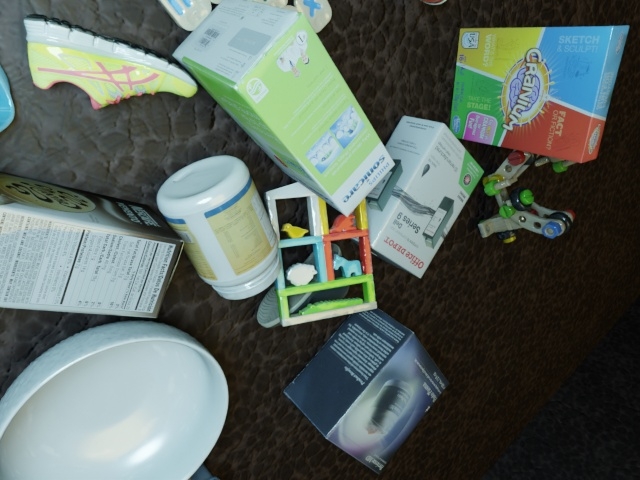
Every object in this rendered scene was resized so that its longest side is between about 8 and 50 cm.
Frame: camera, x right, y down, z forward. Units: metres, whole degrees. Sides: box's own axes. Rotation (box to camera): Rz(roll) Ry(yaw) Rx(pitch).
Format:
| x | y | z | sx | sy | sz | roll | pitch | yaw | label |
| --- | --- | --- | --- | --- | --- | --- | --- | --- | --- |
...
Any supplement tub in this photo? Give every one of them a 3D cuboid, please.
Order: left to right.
| x | y | z | sx | sy | sz | roll | pitch | yaw | label |
| --- | --- | --- | --- | --- | --- | --- | --- | --- | --- |
| -0.152 | -0.018 | 0.714 | 0.144 | 0.144 | 0.199 | -36 | 129 | -21 | supplement tub |

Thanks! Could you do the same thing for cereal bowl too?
| x | y | z | sx | sy | sz | roll | pitch | yaw | label |
| --- | --- | --- | --- | --- | --- | --- | --- | --- | --- |
| -0.328 | 0.272 | 0.708 | 0.339 | 0.141 | 0.338 | -17 | 120 | -33 | cereal bowl |

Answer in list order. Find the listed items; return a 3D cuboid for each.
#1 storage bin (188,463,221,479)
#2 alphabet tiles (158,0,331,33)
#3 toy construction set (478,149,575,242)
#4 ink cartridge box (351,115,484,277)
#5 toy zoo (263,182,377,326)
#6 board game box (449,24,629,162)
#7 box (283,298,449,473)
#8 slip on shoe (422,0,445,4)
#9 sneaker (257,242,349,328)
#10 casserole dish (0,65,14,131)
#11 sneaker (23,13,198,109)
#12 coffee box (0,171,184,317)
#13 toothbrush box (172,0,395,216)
| x | y | z | sx | sy | sz | roll | pitch | yaw | label |
| --- | --- | --- | --- | --- | --- | --- | --- | --- | --- |
| -0.274 | 0.499 | 0.890 | 0.135 | 0.091 | 0.098 | -19 | 121 | -33 | storage bin |
| -0.102 | -0.400 | 0.662 | 0.284 | 0.021 | 0.278 | -51 | 133 | -9 | alphabet tiles |
| 0.528 | -0.137 | 1.214 | 0.257 | 0.237 | 0.308 | 42 | 62 | -13 | toy construction set |
| 0.202 | -0.088 | 0.983 | 0.211 | 0.122 | 0.289 | 30 | 91 | -42 | ink cartridge box |
| 0.000 | 0.000 | 0.842 | 0.193 | 0.030 | 0.293 | -7 | 94 | -18 | toy zoo |
| 0.424 | -0.313 | 0.927 | 0.064 | 0.317 | 0.242 | -19 | 120 | -32 | board game box |
| 0.125 | 0.360 | 1.090 | 0.294 | 0.183 | 0.296 | -47 | 131 | -10 | box |
| 0.098 | -0.490 | 0.712 | 0.331 | 0.123 | 0.101 | 28 | 82 | -37 | slip on shoe |
| -0.022 | 0.119 | 0.925 | 0.222 | 0.083 | 0.118 | -42 | 134 | -14 | sneaker |
| -0.403 | -0.148 | 0.462 | 0.037 | 0.188 | 0.114 | -6 | 124 | 9 | casserole dish |
| -0.267 | -0.214 | 0.585 | 0.209 | 0.081 | 0.094 | 7 | 113 | -34 | sneaker |
| -0.348 | -0.002 | 0.548 | 0.297 | 0.168 | 0.118 | 14 | 101 | -43 | coffee box |
| -0.045 | -0.190 | 0.658 | 0.122 | 0.206 | 0.283 | -49 | 138 | -1 | toothbrush box |
